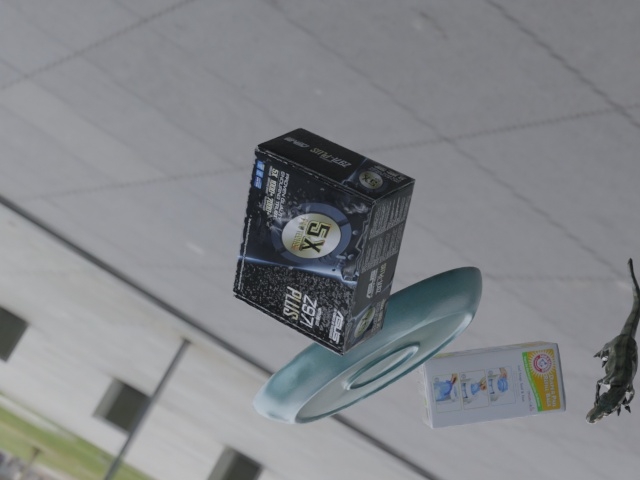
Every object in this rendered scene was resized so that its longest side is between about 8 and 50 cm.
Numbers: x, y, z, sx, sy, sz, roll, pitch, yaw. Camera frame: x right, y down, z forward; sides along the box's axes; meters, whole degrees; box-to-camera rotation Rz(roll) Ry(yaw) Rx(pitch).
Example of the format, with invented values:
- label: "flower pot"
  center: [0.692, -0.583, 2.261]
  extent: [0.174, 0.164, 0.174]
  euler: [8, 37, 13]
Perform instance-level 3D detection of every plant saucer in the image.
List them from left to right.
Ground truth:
- label: "plant saucer"
  center: [0.066, 0.136, 1.622]
  extent: [0.044, 0.317, 0.317]
  euler: [59, 172, 15]

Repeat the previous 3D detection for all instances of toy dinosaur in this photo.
- label: "toy dinosaur"
  center: [0.410, 0.163, 1.870]
  extent: [0.064, 0.268, 0.118]
  euler: [12, 141, 10]

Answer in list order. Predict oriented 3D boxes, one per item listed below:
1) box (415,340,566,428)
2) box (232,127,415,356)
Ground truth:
- label: "box"
  center: [0.252, 0.213, 2.033]
  extent: [0.203, 0.103, 0.114]
  euler: [-7, 178, -3]
- label: "box"
  center: [0.000, 0.000, 1.371]
  extent: [0.147, 0.077, 0.180]
  euler: [27, 122, 26]
